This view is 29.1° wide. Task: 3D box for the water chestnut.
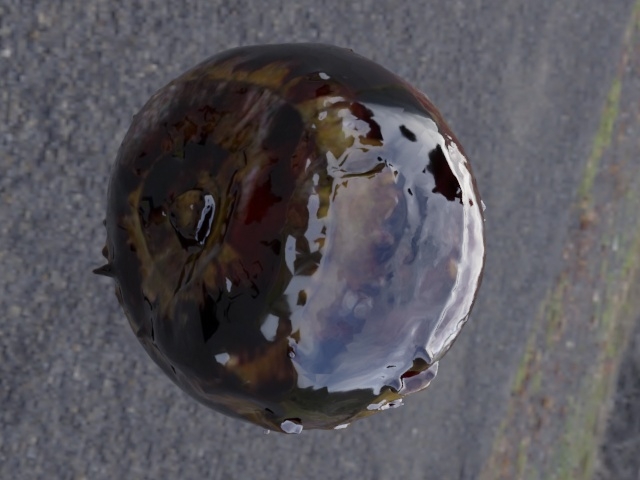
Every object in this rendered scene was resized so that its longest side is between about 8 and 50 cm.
[{"bbox_3d":[0.000,0.000,0.881,0.300,0.300,0.300,-28,122,-58],"label":"water chestnut"}]
